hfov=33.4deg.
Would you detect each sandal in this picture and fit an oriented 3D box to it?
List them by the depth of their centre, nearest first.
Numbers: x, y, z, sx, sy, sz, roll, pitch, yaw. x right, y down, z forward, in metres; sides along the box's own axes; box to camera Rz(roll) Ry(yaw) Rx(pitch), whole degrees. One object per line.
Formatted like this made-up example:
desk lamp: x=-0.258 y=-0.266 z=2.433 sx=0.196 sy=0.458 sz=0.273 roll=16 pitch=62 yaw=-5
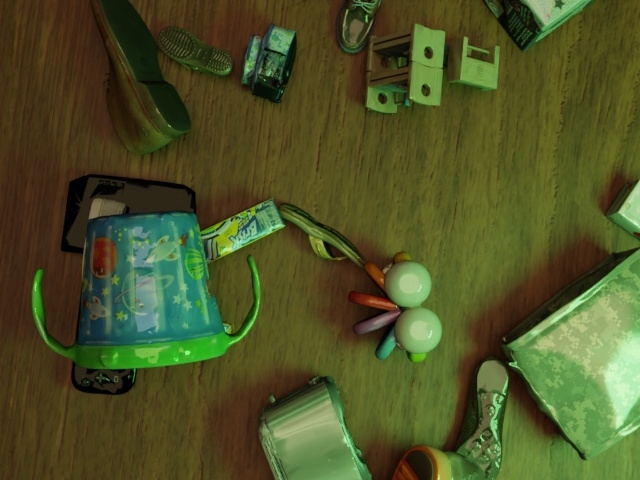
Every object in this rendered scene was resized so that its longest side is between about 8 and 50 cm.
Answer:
sandal: x=0.000 y=0.000 z=1.788 sx=0.180 sy=0.072 sz=0.049 roll=32 pitch=100 yaw=0

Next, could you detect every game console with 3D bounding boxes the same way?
game console: x=-0.327 y=0.075 z=1.770 sx=0.213 sy=0.044 sz=0.361 roll=6 pitch=86 yaw=-3

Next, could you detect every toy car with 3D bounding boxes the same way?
toy car: x=0.116 y=0.115 z=1.739 sx=0.136 sy=0.159 sz=0.182 roll=-12 pitch=88 yaw=-3

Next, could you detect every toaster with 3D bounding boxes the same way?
toaster: x=-0.010 y=0.342 z=1.733 sx=0.146 sy=0.129 sz=0.227 roll=-21 pitch=94 yaw=-1

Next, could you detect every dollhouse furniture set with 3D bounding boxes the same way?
dollhouse furniture set: x=0.188 y=-0.275 z=1.808 sx=0.184 sy=0.129 sz=0.129 roll=7 pitch=86 yaw=-33

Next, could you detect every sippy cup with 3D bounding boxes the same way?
sippy cup: x=-0.264 y=0.069 z=1.625 sx=0.305 sy=0.240 sz=0.224 roll=-4 pitch=92 yaw=-43

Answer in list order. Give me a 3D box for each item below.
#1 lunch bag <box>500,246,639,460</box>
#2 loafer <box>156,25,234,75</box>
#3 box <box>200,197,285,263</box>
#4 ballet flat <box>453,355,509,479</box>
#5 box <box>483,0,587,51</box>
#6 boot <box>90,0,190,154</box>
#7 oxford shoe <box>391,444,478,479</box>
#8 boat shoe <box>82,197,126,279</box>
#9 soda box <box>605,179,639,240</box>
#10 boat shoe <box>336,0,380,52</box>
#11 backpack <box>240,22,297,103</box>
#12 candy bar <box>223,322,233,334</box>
lunch bag: x=0.462 y=0.188 z=1.755 sx=0.287 sy=0.169 sz=0.235 roll=-35 pitch=89 yaw=-10
loafer: x=-0.211 y=-0.313 z=1.803 sx=0.148 sy=0.050 sz=0.056 roll=29 pitch=83 yaw=14
box: x=-0.148 y=-0.010 z=1.758 sx=0.169 sy=0.059 sz=0.054 roll=-26 pitch=95 yaw=-19
ballet flat: x=0.268 y=0.317 z=1.794 sx=0.084 sy=0.058 sz=0.249 roll=10 pitch=90 yaw=0
box: x=0.414 y=-0.459 z=1.796 sx=0.247 sy=0.163 sz=0.142 roll=-38 pitch=88 yaw=-5
boot: x=-0.329 y=-0.284 z=1.768 sx=0.115 sy=0.112 sz=0.305 roll=-32 pitch=75 yaw=30
oxford shoe: x=0.151 y=0.508 z=1.730 sx=0.133 sy=0.130 sz=0.363 roll=17 pitch=104 yaw=-36
boat shoe: x=-0.346 y=0.024 z=1.724 sx=0.063 sy=0.066 sz=0.184 roll=5 pitch=75 yaw=-3
soda box: x=0.602 y=-0.012 z=1.827 sx=0.216 sy=0.069 sz=0.074 roll=35 pitch=84 yaw=0
boat shoe: x=0.071 y=-0.412 z=1.818 sx=0.066 sy=0.066 sz=0.183 roll=14 pitch=85 yaw=-3
backpack: x=-0.086 y=-0.302 z=1.781 sx=0.084 sy=0.105 sz=0.114 roll=18 pitch=80 yaw=-4
candy bar: x=-0.220 y=0.143 z=1.766 sx=0.161 sy=0.018 sz=0.040 roll=11 pitch=94 yaw=-18
